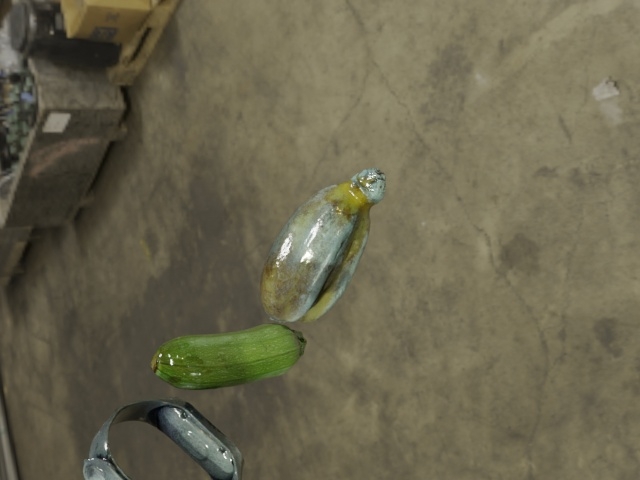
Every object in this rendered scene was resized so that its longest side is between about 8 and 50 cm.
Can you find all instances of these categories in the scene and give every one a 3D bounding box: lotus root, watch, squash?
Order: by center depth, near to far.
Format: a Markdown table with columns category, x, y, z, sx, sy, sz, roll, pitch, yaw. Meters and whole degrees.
| category | x | y | z | sx | sy | sz | roll | pitch | yaw |
| --- | --- | --- | --- | --- | --- | --- | --- | --- | --- |
| squash | -0.107 | 0.146 | 1.014 | 0.077 | 0.219 | 0.068 | 30 | 116 | 45 |
| watch | -0.197 | 0.299 | 1.052 | 0.206 | 0.193 | 0.068 | 43 | 118 | 7 |
| lotus root | 0.000 | 0.000 | 1.416 | 0.140 | 0.158 | 0.322 | 37 | 103 | 36 |
